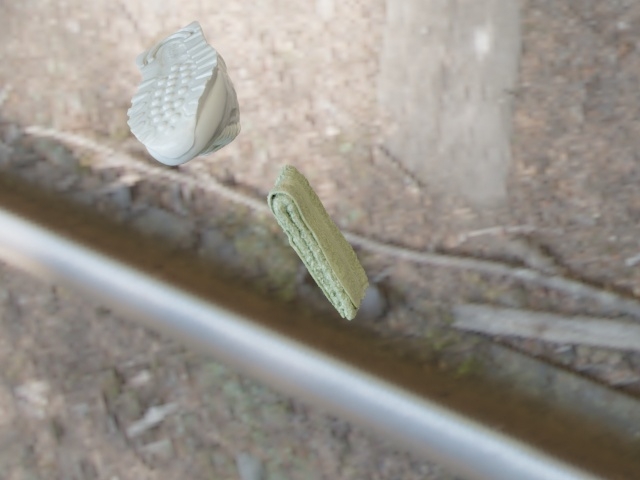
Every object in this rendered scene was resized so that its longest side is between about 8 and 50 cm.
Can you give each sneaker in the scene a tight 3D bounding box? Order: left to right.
[{"bbox_3d":[-0.104,-0.111,1.495,0.090,0.235,0.095,-25,113,11],"label":"sneaker"}]

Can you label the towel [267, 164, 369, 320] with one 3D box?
[{"bbox_3d":[0.000,0.000,1.676,0.027,0.110,0.148,-30,103,14],"label":"towel"}]
